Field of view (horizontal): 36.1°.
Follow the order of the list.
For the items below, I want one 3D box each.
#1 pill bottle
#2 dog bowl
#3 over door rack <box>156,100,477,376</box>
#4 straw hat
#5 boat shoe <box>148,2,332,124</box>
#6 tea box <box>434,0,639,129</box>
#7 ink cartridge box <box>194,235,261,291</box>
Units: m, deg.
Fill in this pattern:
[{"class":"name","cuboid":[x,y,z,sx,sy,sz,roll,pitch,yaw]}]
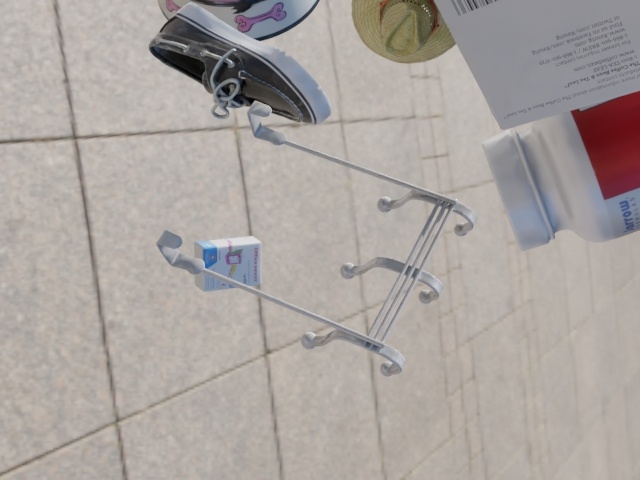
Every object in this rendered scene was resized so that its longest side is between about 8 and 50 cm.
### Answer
[{"class":"pill bottle","cuboid":[0.448,-0.134,1.383,0.229,0.407,0.229,-21,90,-77]},{"class":"dog bowl","cuboid":[-0.195,-0.656,2.290,0.150,0.407,0.408,85,16,-57]},{"class":"over door rack","cuboid":[0.000,0.000,1.218,0.240,0.324,0.108,-60,172,-26]},{"class":"straw hat","cuboid":[0.094,-0.235,1.068,0.144,0.144,0.061,61,32,-35]},{"class":"boat shoe","cuboid":[-0.122,-0.230,1.378,0.105,0.306,0.113,-46,156,-17]},{"class":"tea box","cuboid":[0.317,-0.322,0.986,0.220,0.329,0.324,57,39,-26]},{"class":"ink cartridge box","cuboid":[-0.177,0.044,1.892,0.122,0.052,0.089,-7,107,-27]}]
